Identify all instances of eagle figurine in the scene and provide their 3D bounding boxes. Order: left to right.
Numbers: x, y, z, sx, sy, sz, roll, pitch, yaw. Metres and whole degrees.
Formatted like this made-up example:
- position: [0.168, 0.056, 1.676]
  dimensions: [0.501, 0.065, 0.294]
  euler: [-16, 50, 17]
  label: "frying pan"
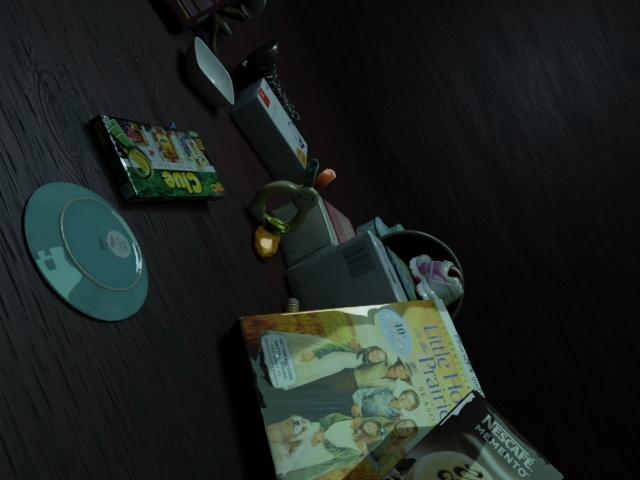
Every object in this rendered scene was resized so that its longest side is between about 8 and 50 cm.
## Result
- position: [-0.276, -0.683, 1.446]
  dimensions: [0.225, 0.226, 0.298]
  euler: [31, 36, -26]
  label: "eagle figurine"

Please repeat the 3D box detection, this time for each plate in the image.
- position: [-0.271, 0.008, 0.652]
  dimensions: [0.188, 0.024, 0.188]
  euler: [54, 18, -27]
  label: "plate"

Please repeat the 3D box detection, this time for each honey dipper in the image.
- position: [-0.057, 0.179, 1.040]
  dimensions: [0.030, 0.030, 0.160]
  euler: [52, 21, -33]
  label: "honey dipper"

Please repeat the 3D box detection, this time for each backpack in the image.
- position: [0.233, 0.042, 1.905]
  dimensions: [0.253, 0.191, 0.225]
  euler: [53, 19, -16]
  label: "backpack"

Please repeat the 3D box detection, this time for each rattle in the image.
- position: [-0.058, -0.071, 1.119]
  dimensions: [0.130, 0.200, 0.143]
  euler: [60, 16, -11]
  label: "rattle"

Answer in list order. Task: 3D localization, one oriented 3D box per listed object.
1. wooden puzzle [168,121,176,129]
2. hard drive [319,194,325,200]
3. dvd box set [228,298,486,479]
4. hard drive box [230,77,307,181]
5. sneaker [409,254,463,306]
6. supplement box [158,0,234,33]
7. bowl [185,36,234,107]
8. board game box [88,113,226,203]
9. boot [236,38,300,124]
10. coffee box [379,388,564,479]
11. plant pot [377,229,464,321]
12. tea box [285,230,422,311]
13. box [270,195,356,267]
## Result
- position: [-0.251, -0.167, 1.008]
  dimensions: [0.116, 0.014, 0.078]
  euler: [57, 17, -20]
  label: "wooden puzzle"
- position: [0.019, -0.038, 1.575]
  dimensions: [0.254, 0.054, 0.172]
  euler: [46, 24, -47]
  label: "hard drive"
- position: [0.085, 0.254, 0.873]
  dimensions: [0.421, 0.062, 0.307]
  euler: [0, 58, -30]
  label: "dvd box set"
- position: [-0.133, -0.295, 1.444]
  dimensions: [0.232, 0.089, 0.181]
  euler: [54, 18, -28]
  label: "hard drive box"
- position: [0.298, 0.101, 1.346]
  dimensions: [0.103, 0.111, 0.252]
  euler: [61, 11, -20]
  label: "sneaker"
- position: [-0.265, -0.607, 1.258]
  dimensions: [0.130, 0.239, 0.073]
  euler: [58, -17, -17]
  label: "supplement box"
- position: [-0.262, -0.380, 1.239]
  dimensions: [0.142, 0.053, 0.142]
  euler: [45, 24, -45]
  label: "bowl"
- position: [-0.255, -0.127, 0.884]
  dimensions: [0.136, 0.030, 0.260]
  euler: [66, 19, 3]
  label: "board game box"
- position: [-0.127, -0.437, 1.534]
  dimensions: [0.229, 0.091, 0.263]
  euler: [56, -17, -16]
  label: "boot"
- position: [0.163, 0.356, 0.703]
  dimensions: [0.297, 0.118, 0.168]
  euler: [-26, 60, -40]
  label: "coffee box"
- position: [0.265, 0.118, 1.650]
  dimensions: [0.323, 0.323, 0.280]
  euler: [63, 10, -2]
  label: "plant pot"
- position: [0.124, 0.202, 1.218]
  dimensions: [0.323, 0.220, 0.329]
  euler: [36, 31, -62]
  label: "tea box"
- position: [0.000, 0.000, 1.323]
  dimensions: [0.232, 0.127, 0.148]
  euler: [33, 34, -61]
  label: "box"
